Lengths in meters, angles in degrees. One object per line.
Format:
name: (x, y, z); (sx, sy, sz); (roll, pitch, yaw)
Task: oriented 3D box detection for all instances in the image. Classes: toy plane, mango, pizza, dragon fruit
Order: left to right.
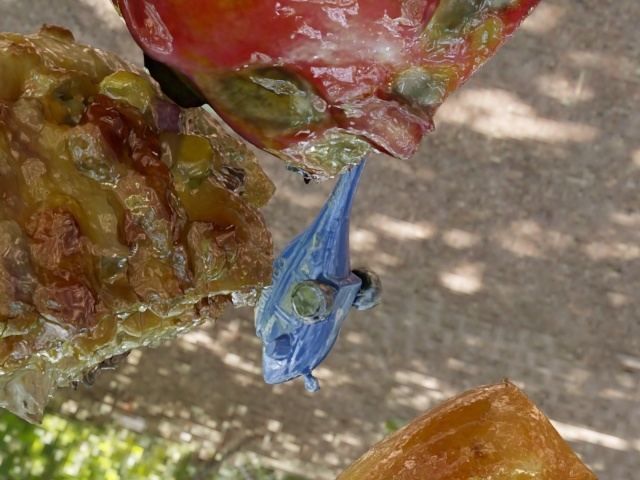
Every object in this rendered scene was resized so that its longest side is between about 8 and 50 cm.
pizza: (-0.075, -0.011, 0.402); (0.058, 0.127, 0.246); (-23, 167, 27)
toy plane: (0.000, 0.000, 0.640); (0.062, 0.167, 0.054); (33, -156, 27)
dragon fruit: (0.022, -0.173, 0.400); (0.211, 0.262, 0.134); (-13, 159, 40)
mango: (0.066, 0.213, 0.966); (0.138, 0.257, 0.187); (58, 173, 2)

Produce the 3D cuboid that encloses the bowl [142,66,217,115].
bowl: (0.012, -0.200, 1.191); (0.157, 0.337, 0.337); (50, 152, -7)
